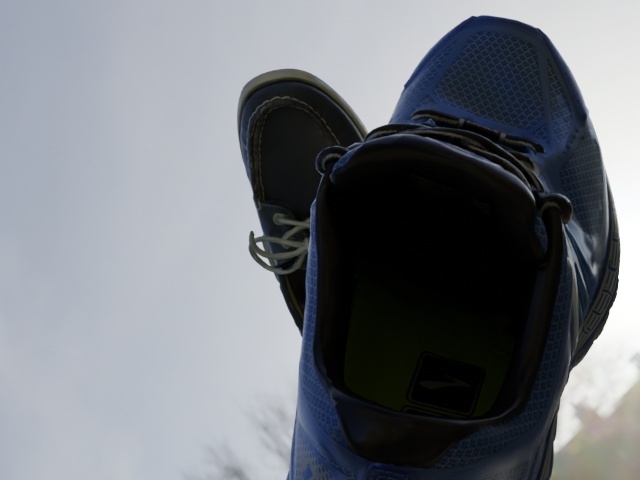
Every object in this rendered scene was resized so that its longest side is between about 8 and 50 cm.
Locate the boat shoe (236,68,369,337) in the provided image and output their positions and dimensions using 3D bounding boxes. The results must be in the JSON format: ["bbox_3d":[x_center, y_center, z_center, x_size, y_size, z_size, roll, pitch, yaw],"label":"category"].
[{"bbox_3d":[0.000,0.000,1.109,0.095,0.079,0.254,-6,-51,9],"label":"boat shoe"}]

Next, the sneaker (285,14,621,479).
[{"bbox_3d":[0.064,0.002,0.653,0.330,0.129,0.147,-75,-9,-47],"label":"sneaker"}]
